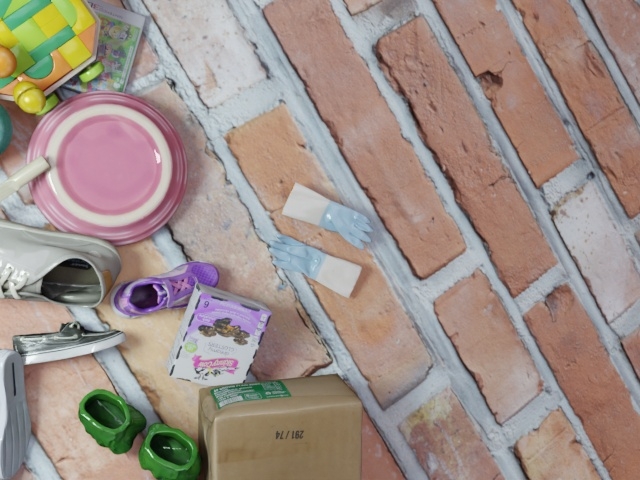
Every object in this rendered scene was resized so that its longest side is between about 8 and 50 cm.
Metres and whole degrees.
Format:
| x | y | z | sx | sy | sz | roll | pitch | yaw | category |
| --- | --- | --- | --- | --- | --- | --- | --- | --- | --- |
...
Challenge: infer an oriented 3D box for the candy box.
| x | y | z | sx | sy | sz | roll | pitch | yaw | category |
| --- | --- | --- | --- | --- | --- | --- | --- | --- | --- |
| -0.217 | 0.210 | 1.567 | 0.164 | 0.070 | 0.196 | 18 | 99 | -22 | candy box |

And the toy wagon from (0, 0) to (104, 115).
| x | y | z | sx | sy | sz | roll | pitch | yaw | category |
| --- | --- | --- | --- | --- | --- | --- | --- | --- | --- |
| -0.607 | -0.379 | 1.454 | 0.344 | 0.068 | 0.267 | -41 | 120 | -13 | toy wagon |

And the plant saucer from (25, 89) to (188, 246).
| x | y | z | sx | sy | sz | roll | pitch | yaw | category |
| --- | --- | --- | --- | --- | --- | --- | --- | --- | --- |
| -0.441 | -0.152 | 1.538 | 0.332 | 0.084 | 0.332 | 0 | 89 | -18 | plant saucer |

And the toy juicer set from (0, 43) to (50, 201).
| x | y | z | sx | sy | sz | roll | pitch | yaw | category |
| --- | --- | --- | --- | --- | --- | --- | --- | --- | --- |
| -0.628 | -0.223 | 1.420 | 0.209 | 0.089 | 0.329 | -19 | 111 | -18 | toy juicer set |

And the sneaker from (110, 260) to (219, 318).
| x | y | z | sx | sy | sz | roll | pitch | yaw | category |
| --- | --- | --- | --- | --- | --- | --- | --- | --- | --- |
| -0.321 | 0.105 | 1.558 | 0.236 | 0.104 | 0.095 | -17 | 89 | -22 | sneaker |

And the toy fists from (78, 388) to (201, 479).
| x | y | z | sx | sy | sz | roll | pitch | yaw | category |
| --- | --- | --- | --- | --- | --- | --- | --- | --- | --- |
| -0.362 | 0.396 | 1.480 | 0.279 | 0.142 | 0.096 | 28 | 52 | 3 | toy fists |

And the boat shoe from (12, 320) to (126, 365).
| x | y | z | sx | sy | sz | roll | pitch | yaw | category |
| --- | --- | --- | --- | --- | --- | --- | --- | --- | --- |
| -0.508 | 0.200 | 1.494 | 0.219 | 0.078 | 0.070 | -9 | 89 | -19 | boat shoe |

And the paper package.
| x | y | z | sx | sy | sz | roll | pitch | yaw | category |
| --- | --- | --- | --- | --- | --- | --- | --- | --- | --- |
| -0.084 | 0.456 | 1.546 | 0.324 | 0.168 | 0.310 | -2 | 100 | -20 | paper package |

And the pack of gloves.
| x | y | z | sx | sy | sz | roll | pitch | yaw | category |
| --- | --- | --- | --- | --- | --- | --- | --- | --- | --- |
| 0.000 | 0.000 | 1.730 | 0.232 | 0.046 | 0.195 | 25 | 88 | -13 | pack of gloves |

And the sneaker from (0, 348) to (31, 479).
| x | y | z | sx | sy | sz | roll | pitch | yaw | category |
| --- | --- | --- | --- | --- | --- | --- | --- | --- | --- |
| -0.631 | 0.335 | 1.439 | 0.091 | 0.094 | 0.258 | 3 | 94 | 17 | sneaker |

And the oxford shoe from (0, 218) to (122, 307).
| x | y | z | sx | sy | sz | roll | pitch | yaw | category |
| --- | --- | --- | --- | --- | --- | --- | --- | --- | --- |
| -0.612 | 0.051 | 1.418 | 0.449 | 0.130 | 0.169 | 6 | 126 | -21 | oxford shoe |

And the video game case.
| x | y | z | sx | sy | sz | roll | pitch | yaw | category |
| --- | --- | --- | --- | --- | --- | --- | --- | --- | --- |
| -0.498 | -0.419 | 1.587 | 0.193 | 0.023 | 0.213 | 16 | 79 | -18 | video game case |
